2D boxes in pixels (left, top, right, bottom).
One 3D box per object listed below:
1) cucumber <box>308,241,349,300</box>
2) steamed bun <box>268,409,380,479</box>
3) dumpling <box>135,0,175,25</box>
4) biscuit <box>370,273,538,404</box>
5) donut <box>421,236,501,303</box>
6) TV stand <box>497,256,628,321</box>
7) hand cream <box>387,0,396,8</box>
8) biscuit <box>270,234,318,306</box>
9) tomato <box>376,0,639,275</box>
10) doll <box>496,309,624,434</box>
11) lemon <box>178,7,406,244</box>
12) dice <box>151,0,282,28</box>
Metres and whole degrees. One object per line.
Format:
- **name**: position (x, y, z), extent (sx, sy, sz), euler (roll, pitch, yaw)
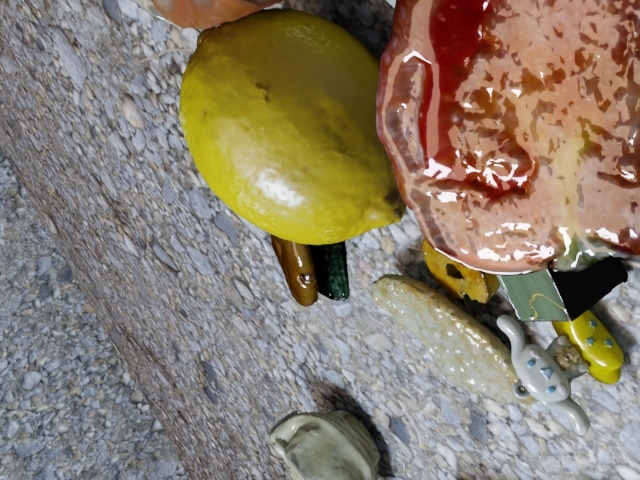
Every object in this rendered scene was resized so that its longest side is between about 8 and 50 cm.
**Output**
- **cucumber**: position (0.000, 0.000, 1.349), extent (0.070, 0.046, 0.220), euler (48, 155, 37)
- **steamed bun**: position (0.025, 0.363, 1.623), extent (0.211, 0.144, 0.218), euler (48, -175, 36)
- **dumpling**: position (-0.201, -0.365, 1.215), extent (0.127, 0.108, 0.188), euler (-48, 60, 39)
- **biscuit**: position (0.162, 0.123, 1.162), extent (0.265, 0.040, 0.188), euler (36, 161, 32)
- **donut**: position (0.162, 0.024, 1.077), extent (0.108, 0.043, 0.097), euler (8, 128, 60)
- **TV stand**: position (0.181, -0.059, 0.888), extent (0.270, 0.088, 0.082), euler (61, 154, -10)
- **hand cream**: position (0.069, -0.327, 0.768), extent (0.185, 0.118, 0.359), euler (54, 162, 22)
- **biscuit**: position (-0.049, -0.004, 1.360), extent (0.212, 0.036, 0.212), euler (162, 90, -81)
- **tomato**: position (0.191, -0.125, 0.702), extent (0.309, 0.170, 0.309), euler (10, 111, 27)
- **doll**: position (0.238, 0.118, 0.971), extent (0.135, 0.113, 0.071), euler (31, 171, 8)
- **lemon**: position (-0.025, -0.121, 1.021), extent (0.236, 0.236, 0.263), euler (-14, 97, 64)
- **dice**: position (-0.094, -0.330, 0.975), extent (0.179, 0.174, 0.175), euler (12, 129, 51)
